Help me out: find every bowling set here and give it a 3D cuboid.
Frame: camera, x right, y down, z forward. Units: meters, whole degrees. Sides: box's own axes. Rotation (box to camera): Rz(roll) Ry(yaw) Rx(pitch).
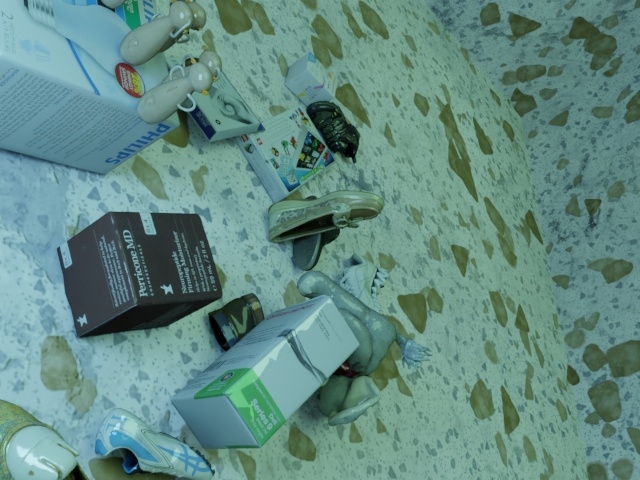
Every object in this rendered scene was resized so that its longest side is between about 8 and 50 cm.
[{"bbox_3d":[-0.236,-0.344,1.222,0.199,0.154,0.287,-12,80,-61],"label":"bowling set"}]

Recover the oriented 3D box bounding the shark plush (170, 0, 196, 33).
[{"bbox_3d":[-0.351,-0.592,1.774,0.067,0.073,0.161,-4,91,-35],"label":"shark plush"}]

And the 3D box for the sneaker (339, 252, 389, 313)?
[{"bbox_3d":[0.092,0.139,1.817,0.118,0.110,0.292,44,29,-15],"label":"sneaker"}]

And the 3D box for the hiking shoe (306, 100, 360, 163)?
[{"bbox_3d":[0.045,-0.320,2.075,0.226,0.086,0.114,32,40,-40],"label":"hiking shoe"}]

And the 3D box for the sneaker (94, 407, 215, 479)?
[{"bbox_3d":[-0.274,0.358,1.174,0.237,0.085,0.086,41,65,-36],"label":"sneaker"}]

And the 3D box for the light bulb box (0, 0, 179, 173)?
[{"bbox_3d":[-0.471,-0.347,1.225,0.361,0.225,0.358,13,58,-55],"label":"light bulb box"}]

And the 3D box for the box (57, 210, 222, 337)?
[{"bbox_3d":[-0.313,0.057,1.235,0.203,0.167,0.169,-1,68,-54],"label":"box"}]

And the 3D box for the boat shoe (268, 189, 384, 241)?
[{"bbox_3d":[0.013,-0.051,1.684,0.105,0.285,0.089,54,32,-57],"label":"boat shoe"}]

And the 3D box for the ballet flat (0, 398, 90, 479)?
[{"bbox_3d":[-0.367,0.359,0.999,0.349,0.123,0.123,59,33,-5],"label":"ballet flat"}]

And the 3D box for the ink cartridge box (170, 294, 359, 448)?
[{"bbox_3d":[-0.097,0.241,1.297,0.289,0.211,0.122,-39,100,-37],"label":"ink cartridge box"}]

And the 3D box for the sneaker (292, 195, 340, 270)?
[{"bbox_3d":[0.000,0.000,1.793,0.118,0.083,0.222,42,41,-38],"label":"sneaker"}]

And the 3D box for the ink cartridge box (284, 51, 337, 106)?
[{"bbox_3d":[-0.020,-0.459,2.078,0.143,0.089,0.092,40,39,-31],"label":"ink cartridge box"}]

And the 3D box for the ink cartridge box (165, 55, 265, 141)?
[{"bbox_3d":[-0.244,-0.344,1.677,0.223,0.045,0.224,53,34,7],"label":"ink cartridge box"}]

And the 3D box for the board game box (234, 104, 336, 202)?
[{"bbox_3d":[-0.084,-0.237,1.867,0.193,0.053,0.305,58,33,-6],"label":"board game box"}]

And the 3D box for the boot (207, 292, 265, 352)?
[{"bbox_3d":[-0.158,0.226,1.447,0.106,0.082,0.219,-15,87,-33],"label":"boot"}]

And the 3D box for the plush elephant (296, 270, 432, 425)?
[{"bbox_3d":[0.042,0.269,1.542,0.329,0.272,0.255,31,74,6],"label":"plush elephant"}]
